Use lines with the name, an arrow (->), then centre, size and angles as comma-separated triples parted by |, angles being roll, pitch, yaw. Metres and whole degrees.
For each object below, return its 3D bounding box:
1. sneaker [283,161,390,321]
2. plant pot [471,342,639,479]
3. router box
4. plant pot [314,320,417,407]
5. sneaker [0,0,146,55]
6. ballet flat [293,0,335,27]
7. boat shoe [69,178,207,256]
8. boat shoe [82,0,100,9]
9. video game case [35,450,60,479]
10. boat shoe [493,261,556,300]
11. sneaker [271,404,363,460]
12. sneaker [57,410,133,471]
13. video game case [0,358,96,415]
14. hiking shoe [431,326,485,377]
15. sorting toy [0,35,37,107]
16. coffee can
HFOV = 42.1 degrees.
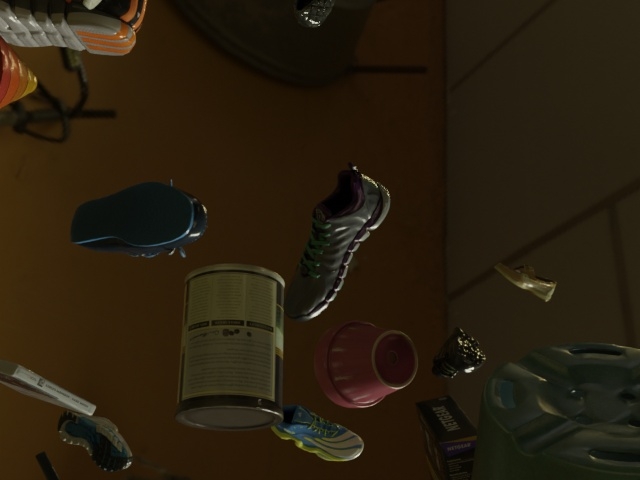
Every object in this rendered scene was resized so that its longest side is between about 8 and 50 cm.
sneaker -> 0.000, 0.000, 1.131 | 0.083, 0.098, 0.223 | 28, -95, 44
plant pot -> 0.298, 0.314, 0.904 | 0.341, 0.341, 0.334 | -135, -142, -63
router box -> 0.262, 0.453, 1.590 | 0.309, 0.081, 0.243 | -120, -162, -87
plant pot -> 0.115, 0.277, 1.887 | 0.180, 0.201, 0.201 | -18, -129, 55
sneaker -> -0.401, -0.383, 1.215 | 0.124, 0.321, 0.180 | 88, 14, -77
ballet flat -> 0.010, -0.372, 1.131 | 0.049, 0.057, 0.173 | 27, 80, -73
boat shoe -> -0.235, -0.028, 1.135 | 0.258, 0.089, 0.109 | 4, -104, 42
boat shoe -> -0.260, -0.452, 1.038 | 0.116, 0.099, 0.319 | -99, -147, -72
video game case -> -0.536, 0.597, 1.799 | 0.274, 0.026, 0.196 | 55, -23, 15
boat shoe -> 0.396, 0.069, 1.609 | 0.045, 0.135, 0.050 | -60, -160, 10
sneaker -> -0.017, 0.462, 2.009 | 0.126, 0.240, 0.091 | 74, 31, -59
sneaker -> -0.391, 0.357, 1.515 | 0.191, 0.083, 0.071 | 21, -82, 38
video game case -> -0.477, 0.221, 1.323 | 0.190, 0.173, 0.022 | 6, -116, 36
hiking shoe -> 0.303, 0.273, 1.861 | 0.114, 0.086, 0.227 | -54, 175, 10
sorting toy -> -0.364, -0.294, 0.869 | 0.127, 0.126, 0.365 | -11, -92, 19
coffee can -> -0.169, 0.208, 1.597 | 0.201, 0.202, 0.275 | -31, -129, 48
